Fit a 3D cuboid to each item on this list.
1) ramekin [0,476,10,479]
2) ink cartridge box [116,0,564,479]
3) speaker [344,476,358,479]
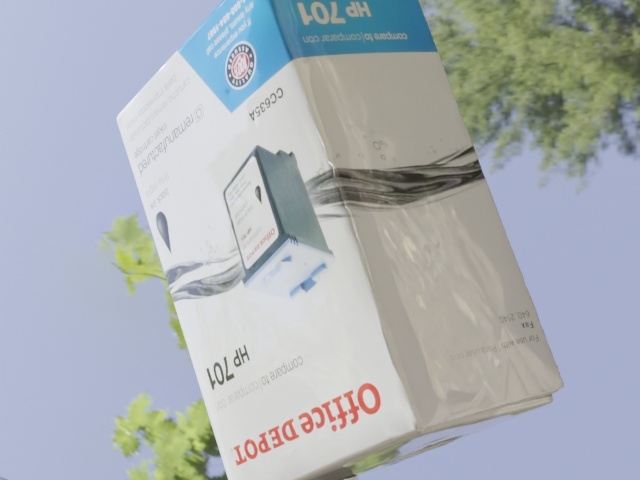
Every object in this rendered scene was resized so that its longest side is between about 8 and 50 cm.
[{"bbox_3d":[-0.248,0.239,0.748,0.109,0.207,0.207,25,-99,-43],"label":"ramekin"},{"bbox_3d":[0.000,0.000,0.499,0.082,0.139,0.190,-7,-108,-37],"label":"ink cartridge box"},{"bbox_3d":[-0.011,0.162,0.530,0.055,0.055,0.136,30,-141,-23],"label":"speaker"}]
